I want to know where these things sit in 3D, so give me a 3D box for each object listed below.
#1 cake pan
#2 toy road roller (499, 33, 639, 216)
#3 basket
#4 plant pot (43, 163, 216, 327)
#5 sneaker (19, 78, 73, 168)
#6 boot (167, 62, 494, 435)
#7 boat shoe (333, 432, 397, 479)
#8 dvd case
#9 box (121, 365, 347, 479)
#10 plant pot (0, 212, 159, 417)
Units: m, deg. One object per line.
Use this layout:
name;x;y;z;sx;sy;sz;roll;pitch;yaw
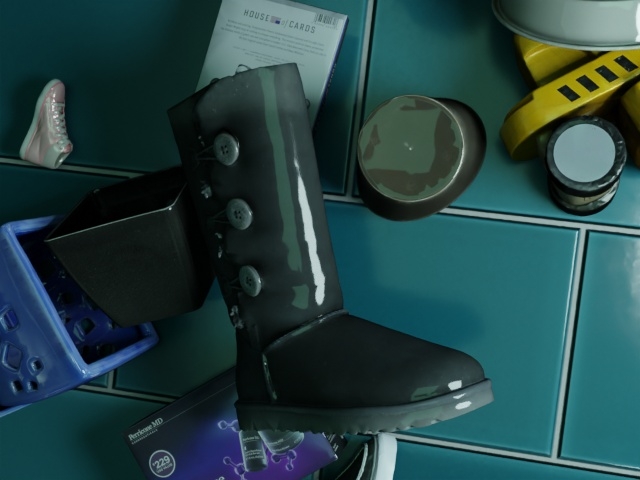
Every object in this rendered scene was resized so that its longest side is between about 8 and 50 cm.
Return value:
cake pan;0.359;-0.324;1.063;0.293;0.293;0.054;-3;129;10
toy road roller;0.385;-0.197;1.100;0.329;0.202;0.240;-27;76;11
basket;0.125;-0.113;1.127;0.204;0.227;0.154;-40;85;8
plant pot;-0.241;0.012;1.216;0.187;0.188;0.167;-14;113;12
sneaker;-0.397;-0.171;1.305;0.070;0.051;0.134;25;99;6
boot;-0.002;0.000;1.047;0.367;0.146;0.445;-11;88;35
boat shoe;0.010;0.399;1.221;0.105;0.113;0.306;23;105;-6
dvd case;-0.079;-0.215;1.193;0.179;0.029;0.238;17;91;10
box;-0.122;0.284;1.247;0.261;0.103;0.184;-31;84;9
plant pot;-0.407;0.114;1.227;0.212;0.236;0.236;-30;87;15
